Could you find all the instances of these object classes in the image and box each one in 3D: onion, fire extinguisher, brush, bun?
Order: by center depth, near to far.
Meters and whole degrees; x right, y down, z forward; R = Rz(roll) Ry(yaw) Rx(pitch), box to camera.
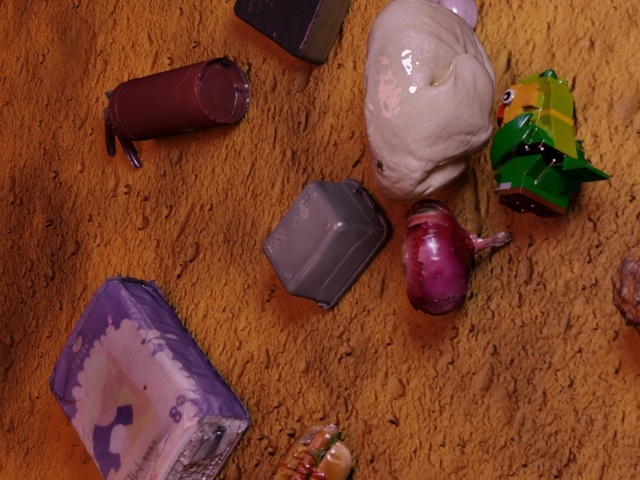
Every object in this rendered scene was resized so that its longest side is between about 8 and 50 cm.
[{"bbox_3d":[0.137,-0.179,1.561,0.160,0.259,0.259,-4,77,10],"label":"bun"},{"bbox_3d":[0.170,0.018,1.581,0.140,0.150,0.150,-5,75,4],"label":"onion"},{"bbox_3d":[-0.044,-0.354,1.899,0.197,0.059,0.123,40,109,42],"label":"brush"},{"bbox_3d":[-0.256,-0.200,2.070,0.337,0.106,0.147,-6,103,46],"label":"fire extinguisher"}]

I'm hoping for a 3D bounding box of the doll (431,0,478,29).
[{"bbox_3d":[0.195,-0.352,1.653,0.161,0.059,0.160,1,82,45],"label":"doll"}]

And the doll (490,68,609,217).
[{"bbox_3d":[0.261,-0.116,1.502,0.134,0.106,0.186,-41,39,38],"label":"doll"}]

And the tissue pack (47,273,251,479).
[{"bbox_3d":[-0.272,0.250,1.973,0.343,0.125,0.242,48,115,37],"label":"tissue pack"}]

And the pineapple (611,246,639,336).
[{"bbox_3d":[0.411,0.103,1.301,0.128,0.128,0.248,-54,53,24],"label":"pineapple"}]

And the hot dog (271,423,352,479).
[{"bbox_3d":[-0.035,0.357,1.745,0.104,0.076,0.250,41,114,43],"label":"hot dog"}]

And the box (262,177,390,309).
[{"bbox_3d":[0.000,0.000,1.761,0.172,0.093,0.124,-54,50,25],"label":"box"}]
